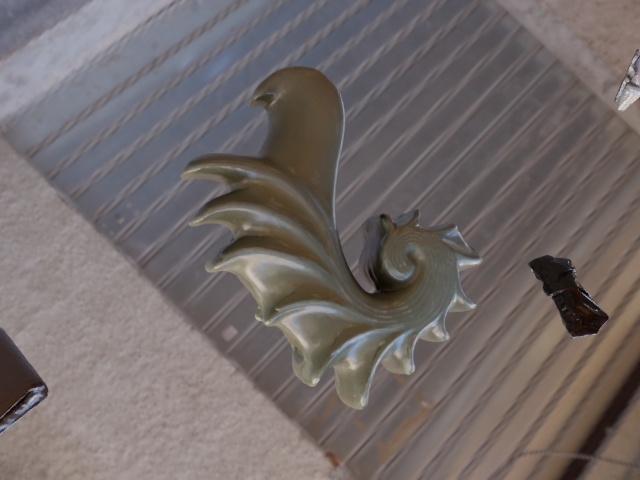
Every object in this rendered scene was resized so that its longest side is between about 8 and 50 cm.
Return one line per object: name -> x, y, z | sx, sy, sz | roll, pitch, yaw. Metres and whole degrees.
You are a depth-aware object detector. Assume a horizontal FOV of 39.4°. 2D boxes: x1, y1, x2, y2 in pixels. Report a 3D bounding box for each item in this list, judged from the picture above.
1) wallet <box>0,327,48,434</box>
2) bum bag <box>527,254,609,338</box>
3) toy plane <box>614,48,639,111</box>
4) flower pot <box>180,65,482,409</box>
wallet -> -0.359, 0.154, 0.932 | 0.118, 0.153, 0.038 | -44, 134, -17
bum bag -> 0.301, 0.065, 1.082 | 0.058, 0.124, 0.034 | -16, 146, -11
toy plane -> 0.423, -0.086, 0.853 | 0.107, 0.273, 0.182 | -30, 128, -40
flower pot -> 0.000, 0.000, 1.057 | 0.254, 0.367, 0.164 | -42, -175, -10
